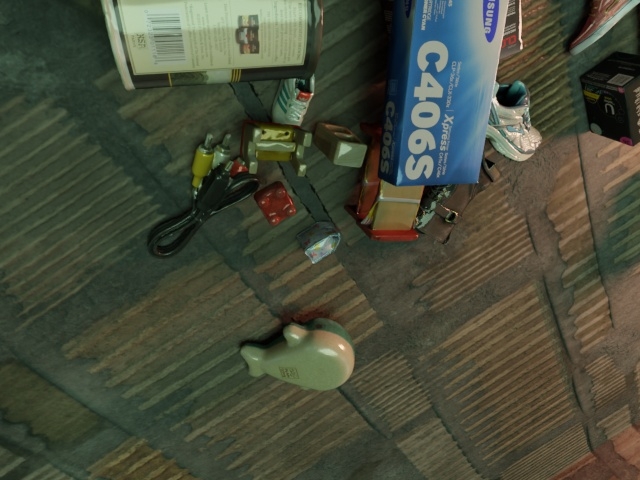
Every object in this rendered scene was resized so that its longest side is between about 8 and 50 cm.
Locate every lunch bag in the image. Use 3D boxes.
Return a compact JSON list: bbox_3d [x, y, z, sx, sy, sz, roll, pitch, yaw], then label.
[{"bbox_3d":[0.000,0.000,0.992,0.083,0.071,0.053,-36,126,1],"label":"lunch bag"}]

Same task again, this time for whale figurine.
[{"bbox_3d":[-0.052,0.269,1.116,0.272,0.141,0.216,-6,124,12],"label":"whale figurine"}]

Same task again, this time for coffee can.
[{"bbox_3d":[-0.156,-0.331,0.662,0.275,0.201,0.201,-9,122,-15],"label":"coffee can"}]

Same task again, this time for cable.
[{"bbox_3d":[-0.228,-0.076,0.893,0.139,0.072,0.287,15,126,-45],"label":"cable"}]

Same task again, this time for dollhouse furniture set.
[{"bbox_3d":[0.026,-0.121,0.878,0.374,0.152,0.201,1,119,-21],"label":"dollhouse furniture set"}]

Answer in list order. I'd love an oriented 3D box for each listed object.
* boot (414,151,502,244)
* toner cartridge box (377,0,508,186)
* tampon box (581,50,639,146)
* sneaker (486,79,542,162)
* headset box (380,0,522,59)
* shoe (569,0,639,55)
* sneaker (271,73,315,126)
[{"bbox_3d":[0.267,-0.114,1.010,0.263,0.091,0.229,31,105,-34],"label":"boot"},{"bbox_3d":[0.195,-0.266,0.740,0.165,0.075,0.348,-6,112,-20],"label":"toner cartridge box"},{"bbox_3d":[0.680,-0.315,1.023,0.101,0.120,0.161,-35,124,2],"label":"tampon box"},{"bbox_3d":[0.384,-0.249,0.926,0.283,0.110,0.122,10,142,-35],"label":"sneaker"},{"bbox_3d":[0.228,-0.419,0.804,0.218,0.110,0.293,-23,124,-7],"label":"headset box"},{"bbox_3d":[0.572,-0.473,0.933,0.081,0.063,0.178,45,119,-3],"label":"shoe"},{"bbox_3d":[-0.047,-0.252,0.824,0.057,0.075,0.161,6,117,-23],"label":"sneaker"}]
